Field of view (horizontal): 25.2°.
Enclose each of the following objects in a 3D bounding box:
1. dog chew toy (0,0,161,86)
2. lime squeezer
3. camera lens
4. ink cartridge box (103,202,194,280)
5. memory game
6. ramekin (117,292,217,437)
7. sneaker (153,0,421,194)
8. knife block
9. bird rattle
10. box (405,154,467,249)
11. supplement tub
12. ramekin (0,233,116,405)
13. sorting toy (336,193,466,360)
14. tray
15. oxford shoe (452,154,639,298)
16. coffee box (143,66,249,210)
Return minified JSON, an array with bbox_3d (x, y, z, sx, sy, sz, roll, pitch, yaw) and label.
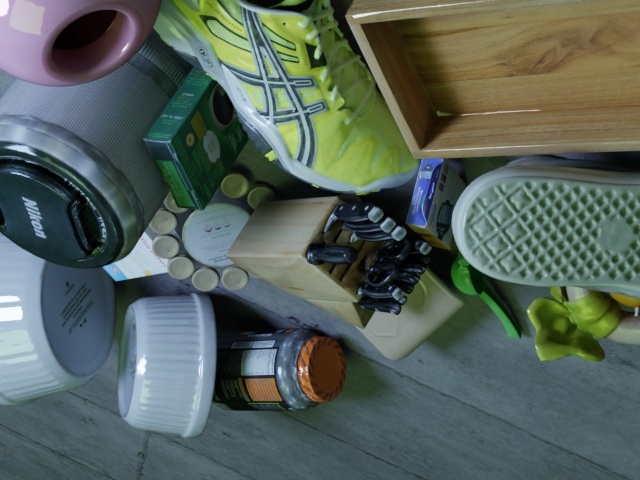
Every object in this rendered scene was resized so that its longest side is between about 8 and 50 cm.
[{"bbox_3d":[-0.298,-0.315,1.455,0.332,0.206,0.206,57,153,26],"label":"dog chew toy"},{"bbox_3d":[0.216,0.025,1.712,0.110,0.059,0.310,21,143,9],"label":"lime squeezer"},{"bbox_3d":[-0.262,-0.121,1.652,0.219,0.274,0.219,18,143,14],"label":"camera lens"},{"bbox_3d":[-0.236,-0.014,1.923,0.143,0.090,0.092,-10,130,39],"label":"ink cartridge box"},{"bbox_3d":[-0.129,-0.010,1.851,0.186,0.012,0.186,-2,122,-4],"label":"memory game"},{"bbox_3d":[-0.221,0.175,2.027,0.109,0.207,0.207,4,147,-16],"label":"ramekin"},{"bbox_3d":[-0.028,-0.192,1.529,0.385,0.145,0.147,40,143,-18],"label":"sneaker"},{"bbox_3d":[0.000,0.000,1.667,0.276,0.088,0.242,26,162,21],"label":"knife block"},{"bbox_3d":[0.366,0.068,1.617,0.253,0.143,0.207,9,124,19],"label":"bird rattle"},{"bbox_3d":[0.130,-0.043,1.613,0.028,0.081,0.136,12,171,23],"label":"box"},{"bbox_3d":[-0.065,0.185,2.035,0.190,0.117,0.117,-5,133,36],"label":"supplement tub"},{"bbox_3d":[-0.394,0.095,2.027,0.127,0.273,0.273,-6,134,21],"label":"ramekin"},{"bbox_3d":[0.070,0.046,1.824,0.208,0.038,0.193,42,144,1],"label":"sorting toy"},{"bbox_3d":[0.248,-0.184,1.420,0.411,0.076,0.203,0,137,34],"label":"tray"},{"bbox_3d":[0.355,-0.004,1.505,0.449,0.130,0.169,9,101,-4],"label":"oxford shoe"},{"bbox_3d":[-0.125,-0.136,1.625,0.040,0.184,0.113,8,141,28],"label":"coffee box"}]
